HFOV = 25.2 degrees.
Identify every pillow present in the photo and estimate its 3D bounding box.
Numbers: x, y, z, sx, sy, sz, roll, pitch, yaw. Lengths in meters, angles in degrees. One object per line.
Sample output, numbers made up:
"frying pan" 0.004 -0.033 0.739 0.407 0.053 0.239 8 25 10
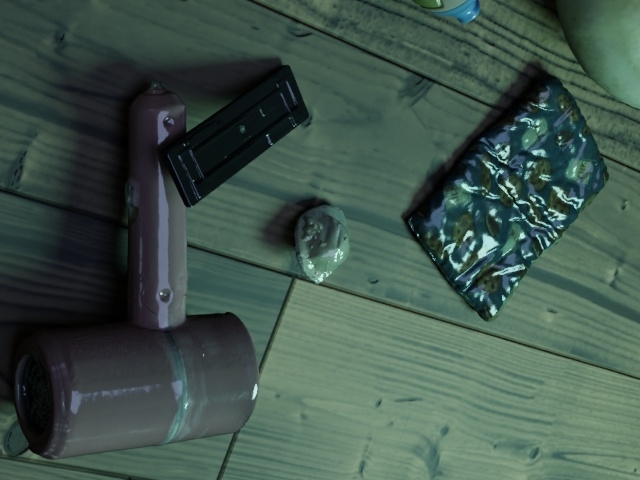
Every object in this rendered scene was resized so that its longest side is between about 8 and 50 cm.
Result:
"pillow" 0.226 -0.050 1.664 0.255 0.034 0.189 -47 124 -12

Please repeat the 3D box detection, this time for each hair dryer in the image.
"hair dryer" -0.178 0.024 1.362 0.210 0.125 0.352 -4 98 -33

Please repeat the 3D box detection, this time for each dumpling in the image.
"dumpling" 0.002 0.000 1.503 0.076 0.052 0.057 -48 138 0

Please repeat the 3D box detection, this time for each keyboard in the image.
"keyboard" -0.078 -0.104 1.385 0.204 0.013 0.061 -42 115 -45

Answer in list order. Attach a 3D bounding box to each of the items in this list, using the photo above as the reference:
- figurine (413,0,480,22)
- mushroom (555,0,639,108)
"figurine" 0.118 -0.331 1.402 0.262 0.180 0.154 44 64 -31
"mushroom" 0.429 -0.283 1.597 0.356 0.315 0.315 32 85 -4
